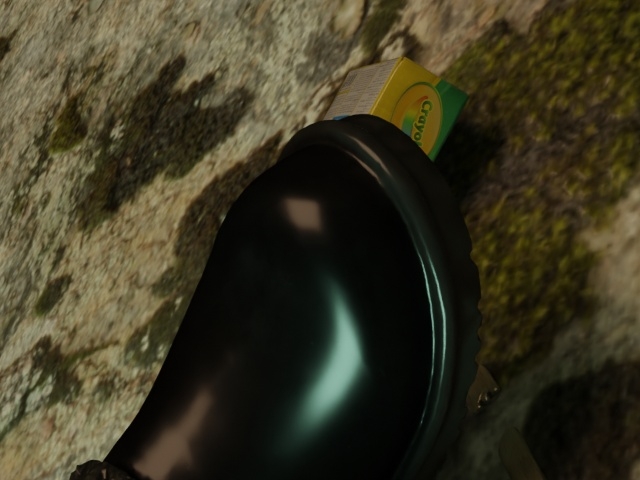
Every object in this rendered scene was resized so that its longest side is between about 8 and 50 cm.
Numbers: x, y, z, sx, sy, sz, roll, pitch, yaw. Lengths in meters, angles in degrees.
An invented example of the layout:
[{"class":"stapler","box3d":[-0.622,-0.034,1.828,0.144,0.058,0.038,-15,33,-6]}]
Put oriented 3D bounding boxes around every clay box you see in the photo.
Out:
[{"class":"clay box","box3d":[0.000,0.000,0.865,0.222,0.053,0.127,-62,12,-3]}]

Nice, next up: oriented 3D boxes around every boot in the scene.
[{"class":"boot","box3d":[-0.079,0.121,0.617,0.131,0.260,0.348,37,126,33]}]

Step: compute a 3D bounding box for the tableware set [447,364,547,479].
[{"class":"tableware set","box3d":[0.044,0.124,0.738,0.128,0.039,0.194,-50,32,15]}]
